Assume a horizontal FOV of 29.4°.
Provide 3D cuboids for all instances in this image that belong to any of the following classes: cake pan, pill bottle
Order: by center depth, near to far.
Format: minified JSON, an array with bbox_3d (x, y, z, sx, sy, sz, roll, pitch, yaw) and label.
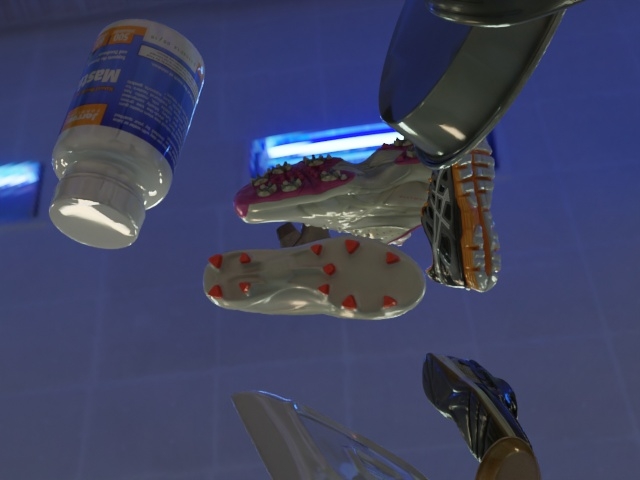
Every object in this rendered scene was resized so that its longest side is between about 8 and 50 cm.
[{"bbox_3d":[0.129,-0.202,1.003,0.054,0.293,0.293,23,-135,-13],"label":"cake pan"},{"bbox_3d":[-0.248,-0.132,1.535,0.152,0.152,0.272,4,-123,14],"label":"pill bottle"}]

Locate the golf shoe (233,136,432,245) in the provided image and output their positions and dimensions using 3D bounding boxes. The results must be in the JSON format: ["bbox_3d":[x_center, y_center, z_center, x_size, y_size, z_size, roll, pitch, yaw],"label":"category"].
[{"bbox_3d":[0.046,-0.044,1.550,0.306,0.140,0.115,-11,-155,0],"label":"golf shoe"}]

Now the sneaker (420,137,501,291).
[{"bbox_3d":[0.156,-0.045,1.440,0.083,0.084,0.215,-6,-96,39],"label":"sneaker"}]

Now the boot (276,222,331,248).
[{"bbox_3d":[0.000,0.000,1.649,0.118,0.042,0.087,-30,-111,-14],"label":"boot"}]

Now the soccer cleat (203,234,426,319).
[{"bbox_3d":[-0.003,0.033,1.008,0.196,0.076,0.068,0,-101,22],"label":"soccer cleat"}]

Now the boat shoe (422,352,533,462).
[{"bbox_3d":[0.188,0.187,1.379,0.073,0.080,0.223,-8,-157,-19],"label":"boat shoe"}]

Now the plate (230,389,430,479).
[{"bbox_3d":[0.053,0.257,1.258,0.045,0.277,0.278,-57,-157,5],"label":"plate"}]

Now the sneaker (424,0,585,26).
[{"bbox_3d":[0.140,-0.187,0.525,0.227,0.130,0.087,-21,-148,-15],"label":"sneaker"}]

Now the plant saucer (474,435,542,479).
[{"bbox_3d":[0.154,0.200,0.981,0.015,0.083,0.083,17,-142,-26],"label":"plant saucer"}]
